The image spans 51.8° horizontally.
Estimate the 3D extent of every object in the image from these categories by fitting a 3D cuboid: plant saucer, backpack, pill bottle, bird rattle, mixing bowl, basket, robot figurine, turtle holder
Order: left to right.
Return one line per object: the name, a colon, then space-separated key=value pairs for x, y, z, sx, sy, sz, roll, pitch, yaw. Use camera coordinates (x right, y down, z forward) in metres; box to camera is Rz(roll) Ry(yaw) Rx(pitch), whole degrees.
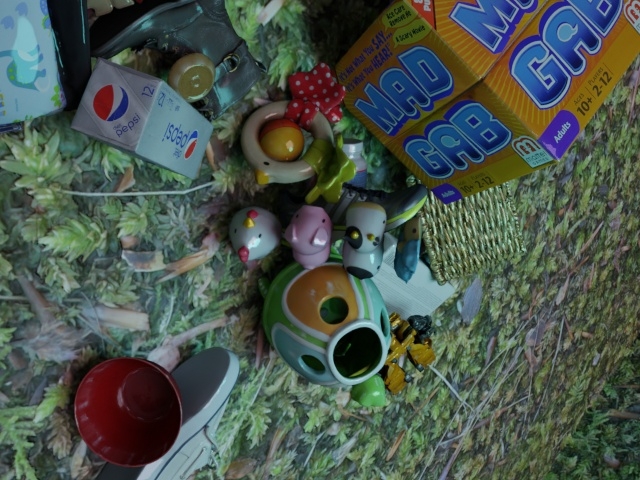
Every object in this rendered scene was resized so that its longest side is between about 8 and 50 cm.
backpack: x=-0.440 y=-0.244 z=0.724 sx=0.355 sy=0.273 sz=0.290 roll=-6 pitch=128 yaw=-21
mixing bowl: x=-0.306 y=0.272 z=1.103 sx=0.098 sy=0.181 sz=0.182 roll=-45 pitch=150 yaw=-83
plant saucer: x=-0.194 y=-0.245 z=1.010 sx=0.083 sy=0.015 sz=0.083 roll=-27 pitch=142 yaw=-24
bird rattle: x=-0.039 y=-0.191 z=1.164 sx=0.206 sy=0.143 sz=0.254 roll=-12 pitch=74 yaw=-10
turtle holder: x=0.020 y=0.192 z=1.290 sx=0.243 sy=0.227 sz=0.321 roll=-7 pitch=116 yaw=-25
pill bottle: x=0.051 y=-0.122 z=1.333 sx=0.087 sy=0.087 sz=0.160 roll=-16 pitch=115 yaw=-39
robot figurine: x=0.178 y=0.262 z=1.531 sx=0.211 sy=0.085 sz=0.291 roll=-41 pitch=147 yaw=-5
basket: x=0.313 y=-0.086 z=1.533 sx=0.223 sy=0.213 sz=0.299 roll=-21 pitch=111 yaw=2

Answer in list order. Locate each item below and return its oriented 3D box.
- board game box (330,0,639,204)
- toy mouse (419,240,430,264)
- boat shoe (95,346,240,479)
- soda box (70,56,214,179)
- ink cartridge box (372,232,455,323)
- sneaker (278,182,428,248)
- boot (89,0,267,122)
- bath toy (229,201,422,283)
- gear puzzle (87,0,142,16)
board game box: x=0.290 y=-0.339 z=1.197 sx=0.356 sy=0.356 sz=0.356 roll=43 pitch=71 yaw=-9
toy mouse: x=0.251 y=0.045 z=1.625 sx=0.143 sy=0.031 sz=0.161 roll=-42 pitch=129 yaw=-25
boat shoe: x=-0.245 y=0.371 z=1.197 sx=0.367 sy=0.135 sz=0.156 roll=-55 pitch=134 yaw=-10
soda box: x=-0.237 y=-0.160 z=0.930 sx=0.286 sy=0.091 sz=0.098 roll=12 pitch=99 yaw=-86
ink cartridge box: x=0.142 y=0.135 z=1.532 sx=0.261 sy=0.066 sz=0.296 roll=-45 pitch=136 yaw=11
sneaker: x=0.054 y=-0.069 z=1.250 sx=0.299 sy=0.111 sz=0.121 roll=-13 pitch=104 yaw=8
boot: x=-0.210 y=-0.280 z=1.031 sx=0.263 sy=0.091 sz=0.229 roll=-38 pitch=136 yaw=-19
bath toy: x=0.000 y=0.000 z=1.158 sx=0.129 sy=0.348 sz=0.152 roll=-66 pitch=159 yaw=-63
gear puzzle: x=-0.226 y=-0.418 z=0.873 sx=0.338 sy=0.044 sz=0.176 roll=-17 pitch=130 yaw=3
